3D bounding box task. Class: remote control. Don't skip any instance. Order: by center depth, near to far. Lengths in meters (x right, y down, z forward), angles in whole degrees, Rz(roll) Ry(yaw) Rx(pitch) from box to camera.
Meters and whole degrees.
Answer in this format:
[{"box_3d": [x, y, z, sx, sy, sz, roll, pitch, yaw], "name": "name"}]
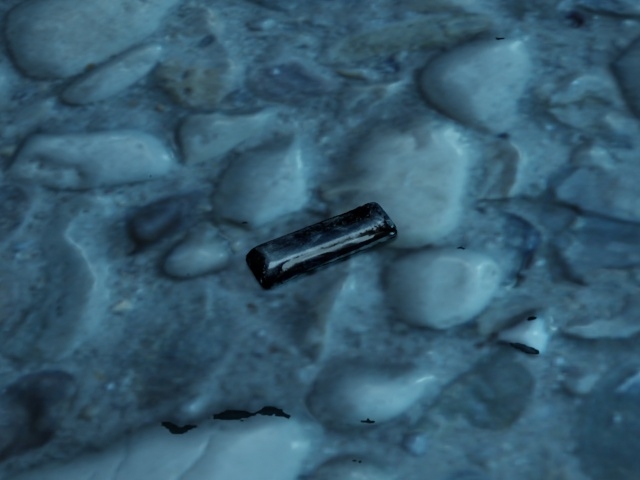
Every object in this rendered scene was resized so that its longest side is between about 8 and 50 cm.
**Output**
[{"box_3d": [0.000, 0.000, 1.249, 0.096, 0.014, 0.039, -21, 41, -12], "name": "remote control"}]
